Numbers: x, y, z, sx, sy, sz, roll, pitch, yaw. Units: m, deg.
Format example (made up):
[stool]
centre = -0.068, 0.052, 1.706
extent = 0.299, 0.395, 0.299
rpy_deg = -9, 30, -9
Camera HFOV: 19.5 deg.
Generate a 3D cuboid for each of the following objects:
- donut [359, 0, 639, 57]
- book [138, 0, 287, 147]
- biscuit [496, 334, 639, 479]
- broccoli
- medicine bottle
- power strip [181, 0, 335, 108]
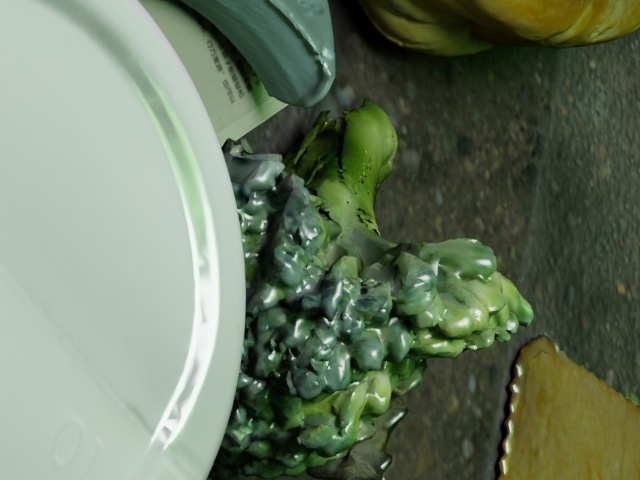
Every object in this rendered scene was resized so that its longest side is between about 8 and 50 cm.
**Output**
[donut]
centre = 0.119, -0.284, 1.151
extent = 0.360, 0.170, 0.360
rpy_deg = 2, 87, -49
[book]
centre = -0.094, -0.114, 0.972
extent = 0.232, 0.022, 0.162
rpy_deg = -39, 113, -46
[biscuit]
centre = 0.182, 0.208, 1.249
extent = 0.232, 0.013, 0.237
rpy_deg = 34, 59, -41
[broccoli]
centre = 0.013, 0.002, 0.940
extent = 0.275, 0.198, 0.177
rpy_deg = -44, 123, -44
[medicine bottle]
centre = -0.190, 0.021, 0.662
extent = 0.252, 0.241, 0.252
rpy_deg = 14, 72, -48
[power strip]
centre = -0.098, -0.142, 0.912
extent = 0.253, 0.054, 0.167
rpy_deg = -2, 78, -48
